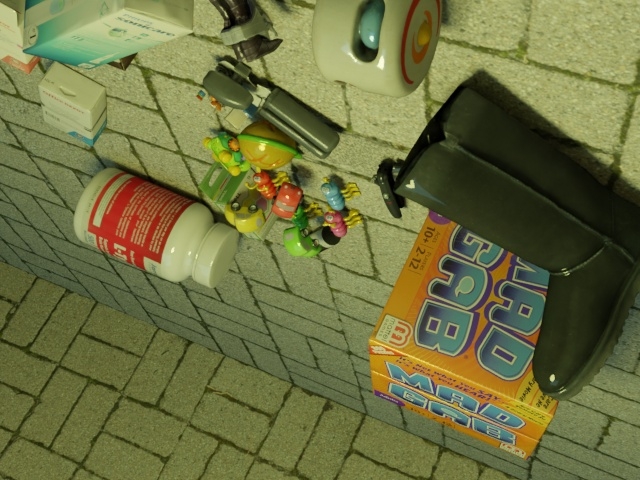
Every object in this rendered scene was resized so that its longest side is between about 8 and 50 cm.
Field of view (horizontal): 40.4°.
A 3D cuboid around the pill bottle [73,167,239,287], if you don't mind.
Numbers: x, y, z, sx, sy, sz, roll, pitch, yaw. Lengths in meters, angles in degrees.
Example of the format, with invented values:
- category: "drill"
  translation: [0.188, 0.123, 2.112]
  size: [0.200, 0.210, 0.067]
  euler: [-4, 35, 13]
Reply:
- category: "pill bottle"
  translation: [-0.439, -0.027, 2.364]
  size: [0.408, 0.229, 0.229]
  euler: [23, 157, 12]

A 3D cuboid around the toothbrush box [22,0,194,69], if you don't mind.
- category: "toothbrush box"
  translation: [-0.324, -0.402, 1.325]
  size: [0.296, 0.216, 0.126]
  euler: [-3, 173, 44]

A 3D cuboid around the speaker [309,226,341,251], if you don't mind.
- category: "speaker"
  translation: [0.000, 0.000, 2.157]
  size: [0.055, 0.055, 0.136]
  euler: [34, 156, -14]

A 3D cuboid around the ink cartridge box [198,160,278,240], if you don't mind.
- category: "ink cartridge box"
  translation: [-0.185, -0.103, 2.072]
  size: [0.062, 0.109, 0.209]
  euler: [9, 150, 42]

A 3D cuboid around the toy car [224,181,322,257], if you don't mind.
- category: "toy car"
  translation: [-0.083, -0.024, 1.979]
  size: [0.239, 0.053, 0.225]
  euler: [-16, 132, 41]

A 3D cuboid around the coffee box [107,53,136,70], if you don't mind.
- category: "coffee box"
  translation: [-0.450, -0.447, 1.572]
  size: [0.297, 0.168, 0.119]
  euler: [23, 156, 12]

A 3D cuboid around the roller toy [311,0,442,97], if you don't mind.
- category: "roller toy"
  translation: [0.090, -0.304, 1.244]
  size: [0.146, 0.191, 0.209]
  euler: [17, 154, 23]

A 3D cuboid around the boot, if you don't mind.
- category: "boot"
  translation: [0.313, 0.006, 1.439]
  size: [0.445, 0.366, 0.146]
  euler: [32, 173, -16]

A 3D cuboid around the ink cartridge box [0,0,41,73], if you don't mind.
- category: "ink cartridge box"
  translation: [-0.547, -0.386, 1.507]
  size: [0.115, 0.067, 0.198]
  euler: [28, 157, -2]

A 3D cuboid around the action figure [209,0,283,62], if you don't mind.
- category: "action figure"
  translation: [-0.171, -0.426, 1.404]
  size: [0.185, 0.099, 0.285]
  euler: [9, 136, 52]

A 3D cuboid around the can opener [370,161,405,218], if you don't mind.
- category: "can opener"
  translation: [0.147, -0.098, 1.783]
  size: [0.073, 0.059, 0.186]
  euler: [18, 155, 20]

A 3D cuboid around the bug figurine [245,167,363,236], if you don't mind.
- category: "bug figurine"
  translation: [-0.029, -0.086, 1.986]
  size: [0.279, 0.072, 0.216]
  euler: [11, 152, 34]

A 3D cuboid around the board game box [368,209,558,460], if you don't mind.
- category: "board game box"
  translation: [0.334, 0.177, 1.771]
  size: [0.357, 0.356, 0.356]
  euler: [21, 157, 15]

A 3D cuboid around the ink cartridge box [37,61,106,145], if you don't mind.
- category: "ink cartridge box"
  translation: [-0.593, -0.326, 2.094]
  size: [0.140, 0.082, 0.190]
  euler: [28, 156, -3]

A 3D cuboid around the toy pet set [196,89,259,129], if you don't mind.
- category: "toy pet set"
  translation: [-0.186, -0.282, 1.757]
  size: [0.114, 0.065, 0.122]
  euler: [40, 178, -13]

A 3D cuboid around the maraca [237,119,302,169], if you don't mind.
- category: "maraca"
  translation: [-0.104, -0.195, 1.817]
  size: [0.127, 0.099, 0.186]
  euler: [18, 180, 15]

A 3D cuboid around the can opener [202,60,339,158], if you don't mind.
- category: "can opener"
  translation: [-0.100, -0.245, 1.699]
  size: [0.283, 0.095, 0.076]
  euler: [37, 157, -4]

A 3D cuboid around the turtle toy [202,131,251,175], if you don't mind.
- category: "turtle toy"
  translation: [-0.201, -0.194, 1.954]
  size: [0.095, 0.066, 0.130]
  euler: [40, 171, 37]
